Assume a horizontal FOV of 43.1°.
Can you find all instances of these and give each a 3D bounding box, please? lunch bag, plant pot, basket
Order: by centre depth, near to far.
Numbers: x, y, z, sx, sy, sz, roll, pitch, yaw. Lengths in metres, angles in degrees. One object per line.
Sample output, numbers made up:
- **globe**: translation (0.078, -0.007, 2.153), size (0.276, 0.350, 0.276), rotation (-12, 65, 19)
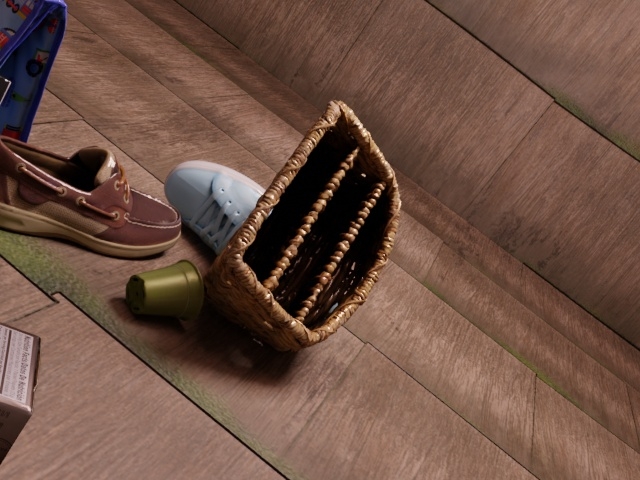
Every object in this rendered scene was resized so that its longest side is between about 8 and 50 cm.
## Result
- **plant pot**: translation (-0.209, 0.068, 1.060), size (0.079, 0.083, 0.083), rotation (-2, 40, -43)
- **lunch bag**: translation (-0.454, -0.275, 1.104), size (0.221, 0.293, 0.138), rotation (46, 20, 29)
- **basket**: translation (0.000, 0.000, 1.148), size (0.213, 0.299, 0.223), rotation (36, -25, -6)

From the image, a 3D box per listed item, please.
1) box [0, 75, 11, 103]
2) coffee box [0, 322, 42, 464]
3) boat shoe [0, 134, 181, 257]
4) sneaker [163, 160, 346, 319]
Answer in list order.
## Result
- **box**: translation (-0.469, -0.161, 0.947), size (0.180, 0.147, 0.077), rotation (29, 2, 34)
- **coffee box**: translation (-0.351, 0.105, 0.585), size (0.246, 0.141, 0.098), rotation (28, 19, -27)
- **boat shoe**: translation (-0.313, -0.068, 1.117), size (0.342, 0.123, 0.123), rotation (16, 27, -47)
- **sneaker**: translation (-0.114, 0.001, 1.296), size (0.366, 0.135, 0.150), rotation (37, 15, 5)
